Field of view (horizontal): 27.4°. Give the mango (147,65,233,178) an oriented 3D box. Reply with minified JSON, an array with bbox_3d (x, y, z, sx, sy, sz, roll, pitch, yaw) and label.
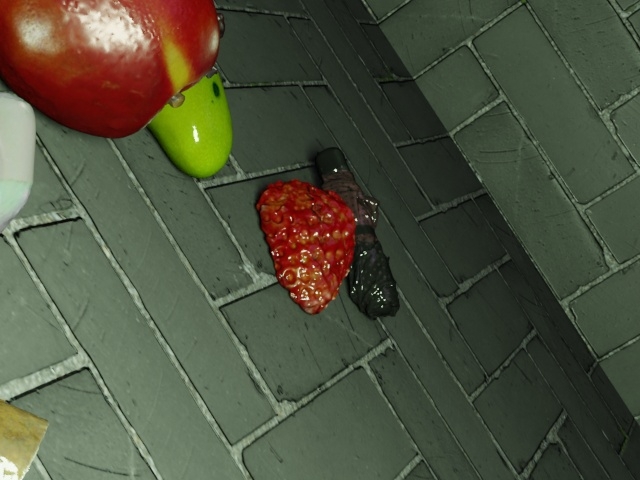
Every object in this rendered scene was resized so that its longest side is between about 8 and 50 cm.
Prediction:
[{"bbox_3d":[-0.211,-0.224,1.809,0.293,0.143,0.175,61,20,-13],"label":"mango"}]

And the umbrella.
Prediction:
[{"bbox_3d":[0.054,-0.015,2.158,0.090,0.094,0.326,-7,56,-17],"label":"umbrella"}]

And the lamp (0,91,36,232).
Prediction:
[{"bbox_3d":[-0.378,-0.041,1.094,0.301,0.247,0.247,6,92,-78],"label":"lamp"}]

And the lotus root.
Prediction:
[{"bbox_3d":[-0.279,0.181,1.060,0.081,0.112,0.122,42,24,-15],"label":"lotus root"}]

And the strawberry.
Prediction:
[{"bbox_3d":[0.000,0.000,1.974,0.190,0.111,0.236,44,24,-35],"label":"strawberry"}]

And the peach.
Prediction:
[{"bbox_3d":[-0.280,-0.275,1.539,0.362,0.257,0.201,51,15,-22],"label":"peach"}]
